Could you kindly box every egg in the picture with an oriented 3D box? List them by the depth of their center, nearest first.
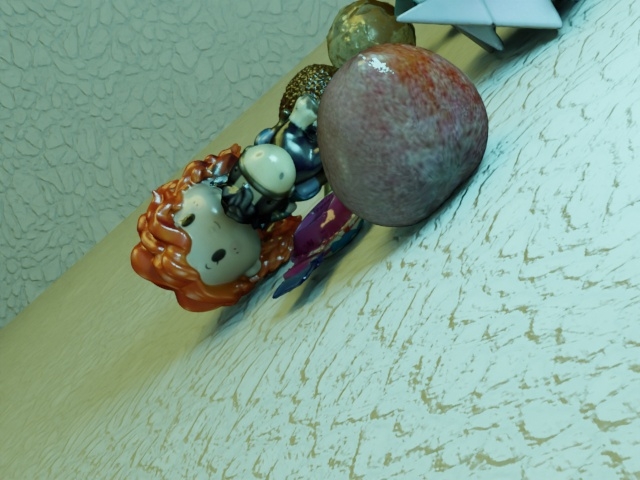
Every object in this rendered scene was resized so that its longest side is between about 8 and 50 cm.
[{"bbox_3d":[0.107,-0.413,2.286,0.195,0.195,0.233,-41,1,8],"label":"egg"}]

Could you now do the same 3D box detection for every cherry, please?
[{"bbox_3d":[0.095,-0.148,1.415,0.239,0.239,0.206,-44,16,-3],"label":"cherry"}]

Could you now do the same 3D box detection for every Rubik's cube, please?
[{"bbox_3d":[0.250,-0.491,1.729,0.368,0.387,0.358,-28,6,10],"label":"Rubik's cube"}]

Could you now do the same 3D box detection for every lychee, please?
[{"bbox_3d":[0.006,-0.246,2.104,0.194,0.194,0.194,-40,14,12],"label":"lychee"}]

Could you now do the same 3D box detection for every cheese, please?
[{"bbox_3d":[0.000,0.000,1.593,0.155,0.062,0.244,-32,18,41],"label":"cheese"}]

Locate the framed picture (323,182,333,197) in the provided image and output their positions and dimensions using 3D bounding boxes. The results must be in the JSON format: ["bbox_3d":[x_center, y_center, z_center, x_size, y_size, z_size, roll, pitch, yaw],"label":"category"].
[{"bbox_3d":[0.094,-0.170,1.953,0.231,0.010,0.173,-39,14,13],"label":"framed picture"}]

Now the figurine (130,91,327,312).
[{"bbox_3d":[-0.112,-0.064,1.708,0.412,0.241,0.306,-38,16,40],"label":"figurine"}]
